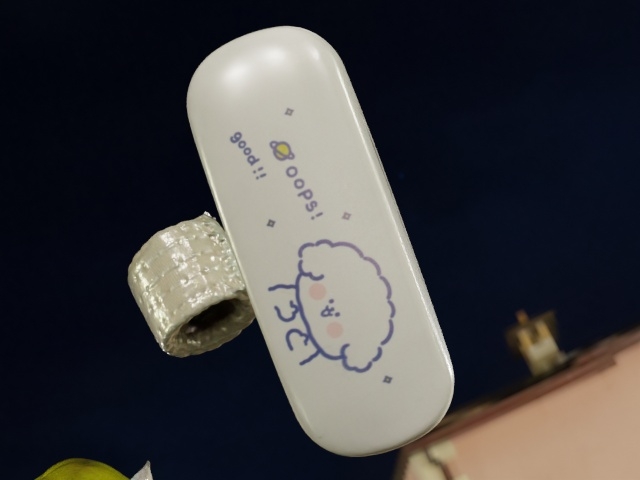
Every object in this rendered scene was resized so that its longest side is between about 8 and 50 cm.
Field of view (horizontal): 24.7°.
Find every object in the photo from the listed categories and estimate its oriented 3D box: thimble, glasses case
[{"bbox_3d":[-0.113,0.040,1.300,0.102,0.090,0.115,-14,-26,-35],"label":"thimble"},{"bbox_3d":[0.000,0.000,0.657,0.076,0.197,0.049,-19,-2,9],"label":"glasses case"}]

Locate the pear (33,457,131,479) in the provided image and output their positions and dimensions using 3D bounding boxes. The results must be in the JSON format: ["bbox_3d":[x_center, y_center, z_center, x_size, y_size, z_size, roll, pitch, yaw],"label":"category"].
[{"bbox_3d":[-0.170,0.252,1.032,0.198,0.198,0.198,-16,-35,-11],"label":"pear"}]

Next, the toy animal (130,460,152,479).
[{"bbox_3d":[-0.088,0.377,1.315,0.241,0.196,0.367,-43,-46,-22],"label":"toy animal"}]
